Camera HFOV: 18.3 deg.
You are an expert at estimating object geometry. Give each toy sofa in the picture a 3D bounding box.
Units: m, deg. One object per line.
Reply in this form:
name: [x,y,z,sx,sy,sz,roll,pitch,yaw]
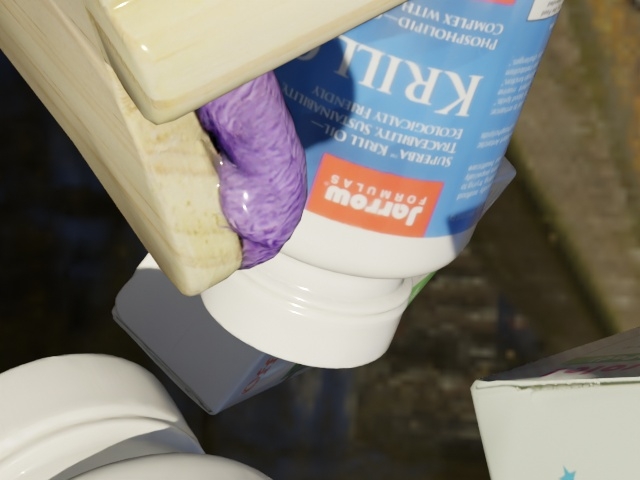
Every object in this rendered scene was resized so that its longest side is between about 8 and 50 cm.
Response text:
toy sofa: [-0.057,-0.163,0.497,0.150,0.362,0.177,-29,132,-13]

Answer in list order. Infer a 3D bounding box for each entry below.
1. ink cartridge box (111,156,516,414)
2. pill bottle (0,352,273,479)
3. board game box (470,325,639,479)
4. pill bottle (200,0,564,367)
ink cartridge box: [0.000,0.000,1.186,0.160,0.092,0.219,-52,165,27]
pill bottle: [-0.054,0.196,0.778,0.318,0.176,0.176,55,-7,39]
board game box: [0.223,0.038,0.484,0.303,0.224,0.097,-12,91,-42]
pill bottle: [0.022,-0.061,0.843,0.124,0.124,0.221,-44,155,-61]
